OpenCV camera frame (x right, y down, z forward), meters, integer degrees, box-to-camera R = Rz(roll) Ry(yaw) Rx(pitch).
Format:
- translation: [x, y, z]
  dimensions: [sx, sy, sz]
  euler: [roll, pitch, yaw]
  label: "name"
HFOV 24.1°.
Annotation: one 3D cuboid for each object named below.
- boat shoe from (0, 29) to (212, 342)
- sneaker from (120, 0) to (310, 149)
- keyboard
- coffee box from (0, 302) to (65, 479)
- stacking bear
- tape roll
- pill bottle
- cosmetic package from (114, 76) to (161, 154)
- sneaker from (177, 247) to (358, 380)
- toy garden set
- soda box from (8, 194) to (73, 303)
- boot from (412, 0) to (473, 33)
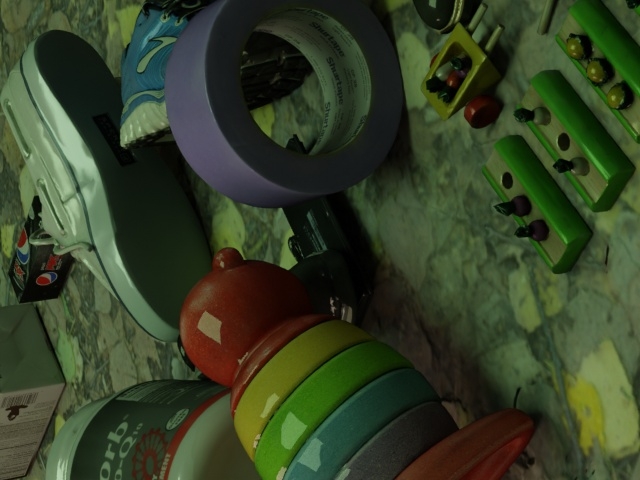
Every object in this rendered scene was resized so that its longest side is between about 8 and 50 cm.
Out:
- translation: [-0.252, -0.035, 1.626]
  dimensions: [0.156, 0.136, 0.367]
  euler: [-38, 78, 40]
  label: "boat shoe"
- translation: [-0.123, -0.189, 1.454]
  dimensions: [0.330, 0.129, 0.147]
  euler: [-18, 84, 58]
  label: "sneaker"
- translation: [0.000, 0.000, 1.391]
  dimensions: [0.180, 0.023, 0.108]
  euler: [65, 151, 27]
  label: "keyboard"
- translation: [-0.450, 0.219, 2.099]
  dimensions: [0.141, 0.098, 0.246]
  euler: [63, 143, 29]
  label: "coffee box"
- translation: [0.000, 0.128, 1.216]
  dimensions: [0.289, 0.164, 0.175]
  euler: [43, 134, 24]
  label: "stacking bear"
- translation: [-0.030, -0.125, 1.257]
  dimensions: [0.080, 0.189, 0.189]
  euler: [-16, 83, 58]
  label: "tape roll"
- translation: [-0.125, 0.241, 1.471]
  dimensions: [0.363, 0.210, 0.210]
  euler: [-8, 89, 59]
  label: "pill bottle"
- translation: [-0.207, -0.122, 1.686]
  dimensions: [0.060, 0.041, 0.115]
  euler: [42, 130, 46]
  label: "cosmetic package"
- translation: [-0.059, 0.083, 1.367]
  dimensions: [0.229, 0.132, 0.086]
  euler: [-49, 57, 59]
  label: "sneaker"
- translation: [0.160, -0.128, 1.080]
  dimensions: [0.204, 0.049, 0.244]
  euler: [59, 142, 33]
  label: "toy garden set"
- translation: [-0.354, 0.011, 1.934]
  dimensions: [0.053, 0.060, 0.169]
  euler: [64, 144, 29]
  label: "soda box"
- translation: [0.036, -0.254, 1.172]
  dimensions: [0.077, 0.137, 0.198]
  euler: [-33, 69, 56]
  label: "boot"
